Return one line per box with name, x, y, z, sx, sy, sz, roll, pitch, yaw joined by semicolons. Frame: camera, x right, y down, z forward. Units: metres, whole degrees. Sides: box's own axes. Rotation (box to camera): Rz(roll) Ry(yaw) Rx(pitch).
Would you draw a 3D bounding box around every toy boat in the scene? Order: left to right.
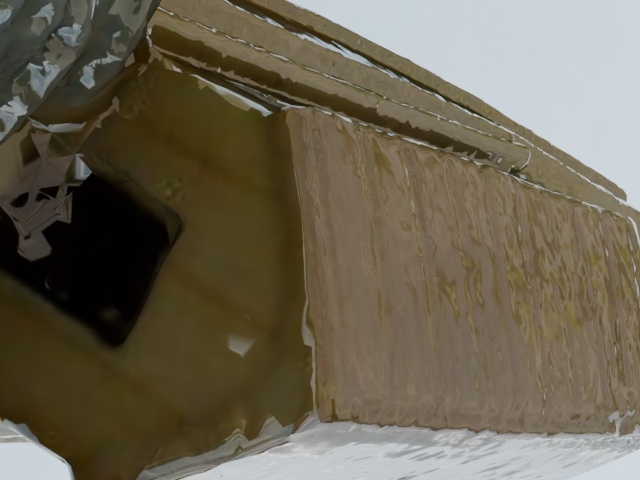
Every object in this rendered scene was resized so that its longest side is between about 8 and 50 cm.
toy boat;0.000;0.000;0.489;0.445;0.162;0.136;12;-75;-62
